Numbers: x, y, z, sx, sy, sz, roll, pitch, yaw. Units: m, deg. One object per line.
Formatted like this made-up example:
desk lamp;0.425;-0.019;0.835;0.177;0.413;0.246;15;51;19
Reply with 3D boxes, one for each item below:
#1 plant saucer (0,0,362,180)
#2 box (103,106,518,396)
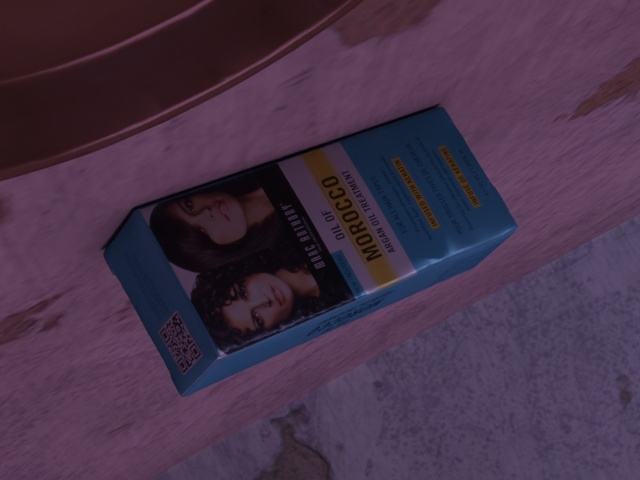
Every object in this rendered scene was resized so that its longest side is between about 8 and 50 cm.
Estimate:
plant saucer;-0.054;-0.100;0.416;0.278;0.041;0.278;-27;169;-6
box;0.000;0.000;0.844;0.244;0.100;0.060;-22;165;-36
